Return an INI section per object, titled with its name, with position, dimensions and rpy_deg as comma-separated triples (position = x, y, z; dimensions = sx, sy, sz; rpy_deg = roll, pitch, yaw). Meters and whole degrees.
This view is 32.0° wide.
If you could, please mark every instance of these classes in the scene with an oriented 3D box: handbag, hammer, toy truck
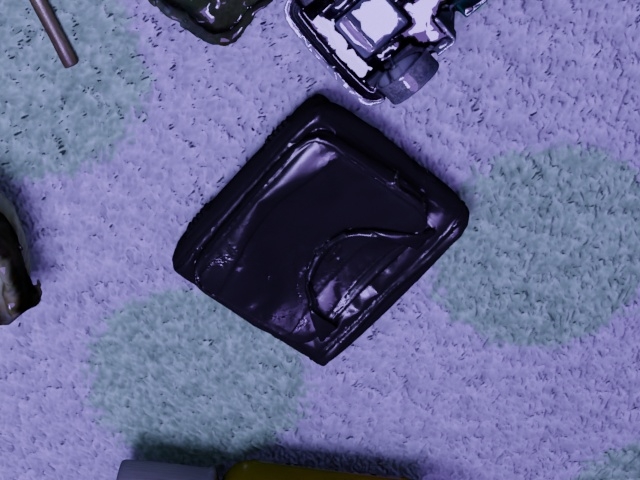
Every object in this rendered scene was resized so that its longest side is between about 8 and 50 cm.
[handbag]
position = 0.000, 0.000, 1.228
dimensions = 0.244, 0.088, 0.275
rpy_deg = 35, 112, -22
[hammer]
position = -0.294, -0.255, 1.121
dimensions = 0.062, 0.017, 0.182
rpy_deg = -17, 118, 9
[toy truck]
position = 0.140, -0.287, 1.013
dimensions = 0.363, 0.178, 0.176
rpy_deg = -40, 102, 19

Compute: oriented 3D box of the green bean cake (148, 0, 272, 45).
[green bean cake]
position = -0.115, -0.334, 0.993
dimensions = 0.255, 0.132, 0.241
rpy_deg = 31, 116, -27

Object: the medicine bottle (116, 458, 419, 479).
[medicine bottle]
position = -0.063, 0.380, 1.351
dimensions = 0.385, 0.224, 0.224
rpy_deg = 8, 118, -6

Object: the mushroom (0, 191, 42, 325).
[mushroom]
position = -0.477, -0.004, 1.203
dimensions = 0.344, 0.130, 0.247
rpy_deg = 2, 135, 0
